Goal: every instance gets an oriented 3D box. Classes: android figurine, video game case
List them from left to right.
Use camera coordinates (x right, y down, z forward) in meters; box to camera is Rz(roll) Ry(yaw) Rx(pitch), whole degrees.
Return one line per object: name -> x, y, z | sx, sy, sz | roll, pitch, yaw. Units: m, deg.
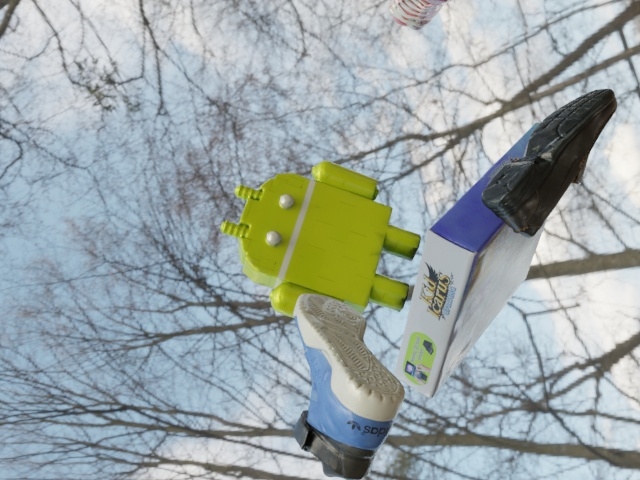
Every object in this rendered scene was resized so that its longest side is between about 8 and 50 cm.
android figurine -> 0.000, 0.000, 0.988 | 0.273, 0.056, 0.248 | 21, -119, -3
video game case -> 0.198, 0.021, 0.857 | 0.269, 0.061, 0.244 | -40, -30, -39

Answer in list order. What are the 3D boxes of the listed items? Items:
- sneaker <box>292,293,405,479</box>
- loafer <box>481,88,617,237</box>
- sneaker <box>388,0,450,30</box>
sneaker -> 0.006, 0.102, 0.498 | 0.058, 0.152, 0.084 | 11, -71, -24
loafer -> 0.233, -0.078, 0.697 | 0.170, 0.062, 0.061 | -45, -71, -3
sneaker -> 0.100, -0.240, 0.713 | 0.051, 0.070, 0.134 | 38, -152, -4
